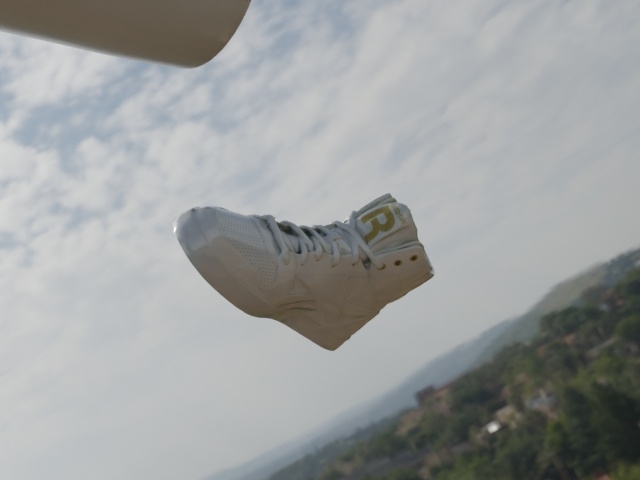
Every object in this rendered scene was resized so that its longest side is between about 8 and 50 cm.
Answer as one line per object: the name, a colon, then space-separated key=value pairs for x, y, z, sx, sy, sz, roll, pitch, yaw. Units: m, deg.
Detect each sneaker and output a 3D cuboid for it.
sneaker: x=0.000 y=0.000 z=1.100 sx=0.169 sy=0.108 sz=0.292 roll=-36 pitch=-31 yaw=16

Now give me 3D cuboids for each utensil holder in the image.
utensil holder: x=-0.307 y=-0.407 z=1.485 sx=0.385 sy=0.328 sz=0.327 roll=7 pitch=-29 yaw=-36
